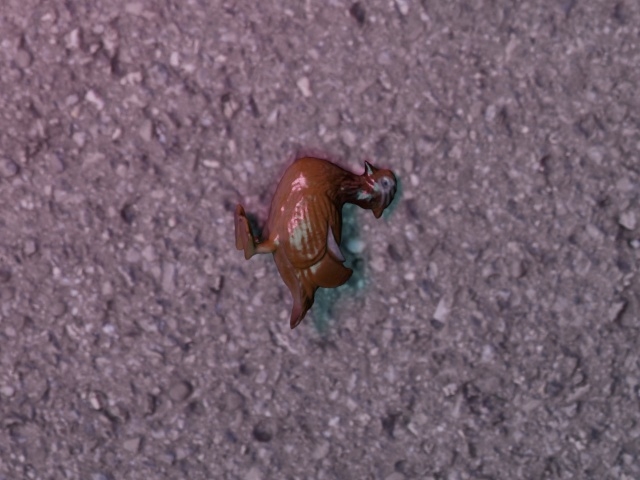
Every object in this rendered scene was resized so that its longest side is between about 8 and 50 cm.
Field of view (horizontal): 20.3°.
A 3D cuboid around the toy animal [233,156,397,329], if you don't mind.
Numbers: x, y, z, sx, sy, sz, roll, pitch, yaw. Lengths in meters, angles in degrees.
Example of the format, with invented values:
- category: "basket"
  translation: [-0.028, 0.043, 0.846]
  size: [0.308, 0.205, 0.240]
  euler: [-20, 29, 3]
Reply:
- category: "toy animal"
  translation: [0.000, 0.000, 1.924]
  size: [0.179, 0.089, 0.188]
  euler: [-9, 109, -12]
